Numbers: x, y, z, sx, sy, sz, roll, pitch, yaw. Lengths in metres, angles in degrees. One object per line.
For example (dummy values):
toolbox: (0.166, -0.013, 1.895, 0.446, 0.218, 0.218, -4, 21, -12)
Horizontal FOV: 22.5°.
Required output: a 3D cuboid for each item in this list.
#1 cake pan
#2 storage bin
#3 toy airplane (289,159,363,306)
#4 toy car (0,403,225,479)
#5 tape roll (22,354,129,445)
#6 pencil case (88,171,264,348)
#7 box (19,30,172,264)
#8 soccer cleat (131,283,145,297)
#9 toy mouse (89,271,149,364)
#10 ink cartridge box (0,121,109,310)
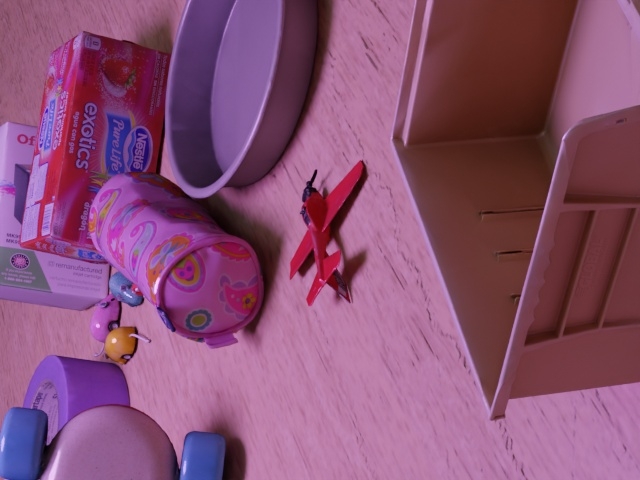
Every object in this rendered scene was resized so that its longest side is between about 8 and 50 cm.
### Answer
cake pan: (-0.084, -0.185, 1.686, 0.293, 0.054, 0.293, -33, 52, 56)
storage bin: (0.148, -0.075, 1.017, 0.260, 0.123, 0.262, 97, 163, -44)
toy airplane: (0.000, 0.000, 1.478, 0.151, 0.028, 0.151, -34, 51, 55)
toy car: (-0.220, 0.273, 1.668, 0.238, 0.219, 0.210, 136, 141, -83)
tape roll: (-0.300, 0.235, 1.942, 0.189, 0.080, 0.189, -32, 53, 56)
pencil case: (-0.154, 0.015, 1.684, 0.284, 0.124, 0.124, 37, 114, 60)
box: (-0.273, -0.109, 1.956, 0.128, 0.122, 0.257, -13, 67, 61)
soccer cleat: (-0.192, 0.039, 1.856, 0.083, 0.029, 0.036, -39, 38, 49)
toy mouse: (-0.250, 0.081, 1.950, 0.161, 0.031, 0.143, -40, 46, 53)
ink cartridge box: (-0.348, -0.030, 2.049, 0.093, 0.154, 0.212, -25, 58, 59)
